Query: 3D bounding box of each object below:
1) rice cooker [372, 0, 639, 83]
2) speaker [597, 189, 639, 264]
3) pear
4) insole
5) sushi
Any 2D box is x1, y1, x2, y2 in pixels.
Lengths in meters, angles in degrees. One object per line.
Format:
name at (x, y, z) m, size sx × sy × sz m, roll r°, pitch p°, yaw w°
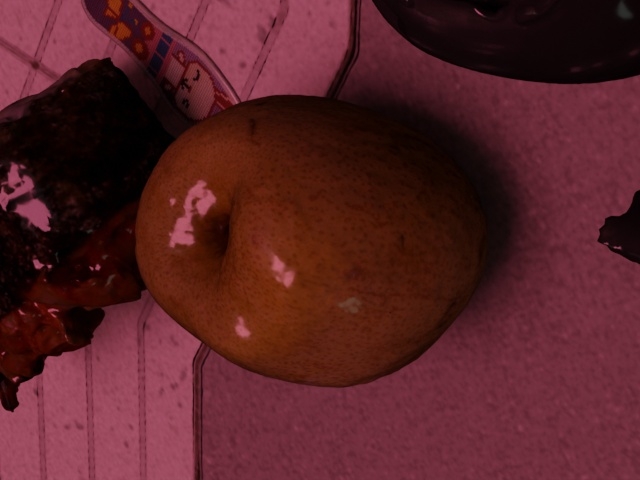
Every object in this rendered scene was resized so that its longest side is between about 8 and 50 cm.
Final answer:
rice cooker at (0.137, -0.213, 1.046) m, size 0.267 × 0.224 × 0.267 m, roll 20°, pitch 122°, yaw 37°
speaker at (0.290, -0.136, 0.858) m, size 0.180 × 0.184 × 0.388 m, roll 19°, pitch 88°, yaw 36°
pear at (0.000, 0.000, 1.285) m, size 0.228 × 0.211 × 0.188 m, roll 29°, pitch 107°, yaw 46°
insole at (-0.122, -0.142, 1.467) m, size 0.197 × 0.004 × 0.065 m, roll 46°, pitch 133°, yaw 17°
sushi at (-0.213, -0.012, 1.497) m, size 0.182 × 0.196 × 0.343 m, roll 47°, pitch 141°, yaw -8°
